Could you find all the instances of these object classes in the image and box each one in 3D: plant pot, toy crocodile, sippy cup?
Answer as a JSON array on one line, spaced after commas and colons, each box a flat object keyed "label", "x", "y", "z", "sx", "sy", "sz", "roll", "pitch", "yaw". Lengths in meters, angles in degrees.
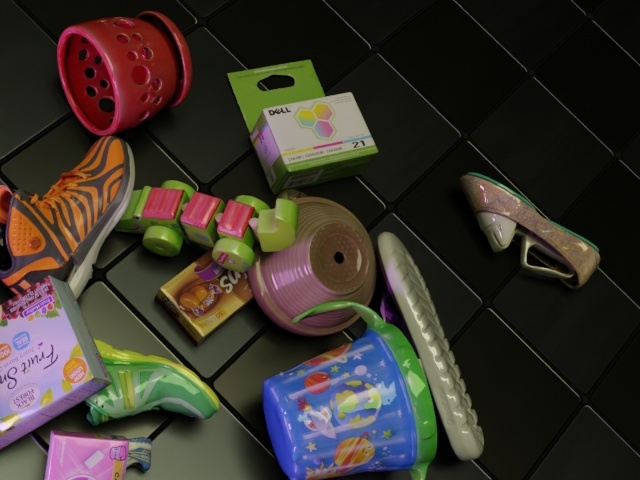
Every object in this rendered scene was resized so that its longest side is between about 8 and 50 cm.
[{"label": "plant pot", "x": -0.325, "y": -0.287, "z": 1.762, "sx": 0.174, "sy": 0.191, "sz": 0.191, "roll": -23, "pitch": 76, "yaw": -37}, {"label": "plant pot", "x": 0.006, "y": 0.038, "z": 1.721, "sx": 0.237, "sy": 0.109, "sz": 0.237, "roll": 5, "pitch": 79, "yaw": -28}, {"label": "toy crocodile", "x": -0.193, "y": -0.035, "z": 1.676, "sx": 0.340, "sy": 0.105, "sz": 0.115, "roll": 10, "pitch": 61, "yaw": 19}, {"label": "sippy cup", "x": 0.034, "y": 0.268, "z": 1.622, "sx": 0.224, "sy": 0.240, "sz": 0.305, "roll": -15, "pitch": 47, "yaw": -15}]

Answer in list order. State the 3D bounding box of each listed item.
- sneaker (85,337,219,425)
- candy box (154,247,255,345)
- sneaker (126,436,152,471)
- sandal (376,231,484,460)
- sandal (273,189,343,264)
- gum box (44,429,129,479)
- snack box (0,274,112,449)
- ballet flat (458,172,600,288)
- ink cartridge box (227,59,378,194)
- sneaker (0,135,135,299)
[{"label": "sneaker", "x": -0.300, "y": 0.229, "z": 1.579, "sx": 0.295, "sy": 0.109, "sz": 0.124, "roll": 16, "pitch": 68, "yaw": -4}, {"label": "candy box", "x": -0.168, "y": 0.074, "z": 1.723, "sx": 0.186, "sy": 0.053, "sz": 0.109, "roll": -39, "pitch": 84, "yaw": -29}, {"label": "sneaker", "x": -0.314, "y": 0.330, "z": 1.549, "sx": 0.135, "sy": 0.052, "sz": 0.058, "roll": -5, "pitch": 72, "yaw": -22}, {"label": "sandal", "x": 0.157, "y": 0.181, "z": 1.762, "sx": 0.102, "sy": 0.169, "sz": 0.416, "roll": -25, "pitch": 73, "yaw": 13}, {"label": "sandal", "x": 0.000, "y": 0.000, "z": 1.823, "sx": 0.219, "sy": 0.060, "sz": 0.090, "roll": 36, "pitch": 64, "yaw": -19}, {"label": "gum box", "x": -0.341, "y": 0.371, "z": 1.481, "sx": 0.107, "sy": 0.062, "sz": 0.189, "roll": 8, "pitch": 84, "yaw": -17}, {"label": "snack box", "x": -0.429, "y": 0.179, "z": 1.499, "sx": 0.207, "sy": 0.070, "sz": 0.175, "roll": -30, "pitch": 70, "yaw": 7}, {"label": "ballet flat", "x": 0.381, "y": -0.010, "z": 1.945, "sx": 0.316, "sy": 0.107, "sz": 0.106, "roll": 30, "pitch": 73, "yaw": -4}, {"label": "ink cartridge box", "x": -0.037, "y": -0.231, "z": 1.891, "sx": 0.188, "sy": 0.097, "sz": 0.255, "roll": -15, "pitch": 73, "yaw": -26}, {"label": "sneaker", "x": -0.411, "y": -0.063, "z": 1.617, "sx": 0.180, "sy": 0.124, "sz": 0.321, "roll": 41, "pitch": 52, "yaw": -37}]
